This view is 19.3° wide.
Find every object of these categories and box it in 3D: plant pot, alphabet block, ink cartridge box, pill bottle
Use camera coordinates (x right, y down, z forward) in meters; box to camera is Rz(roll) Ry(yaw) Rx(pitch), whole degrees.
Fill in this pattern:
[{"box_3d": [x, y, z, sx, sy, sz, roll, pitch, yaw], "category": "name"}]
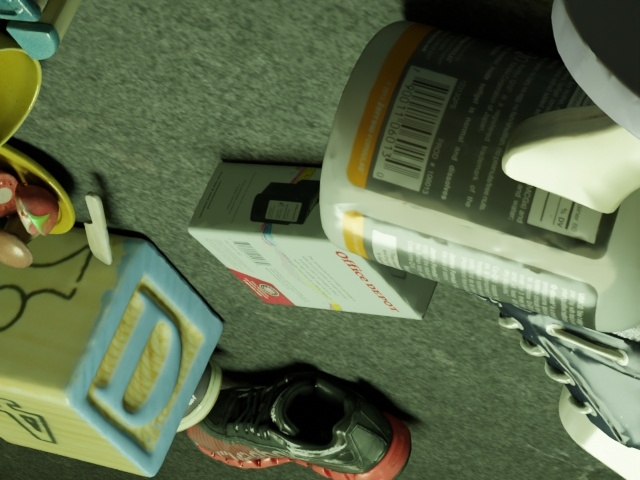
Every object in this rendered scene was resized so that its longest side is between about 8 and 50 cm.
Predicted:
[{"box_3d": [-0.307, -0.132, 1.520, 0.095, 0.134, 0.134, 45, 165, 20], "category": "plant pot"}, {"box_3d": [-0.250, 0.105, 1.904, 0.197, 0.192, 0.193, 10, 153, 31], "category": "alphabet block"}, {"box_3d": [0.000, 0.000, 1.566, 0.175, 0.072, 0.127, 5, 152, 38], "category": "ink cartridge box"}, {"box_3d": [0.152, -0.033, 1.216, 0.278, 0.162, 0.162, 17, 158, 15], "category": "pill bottle"}]

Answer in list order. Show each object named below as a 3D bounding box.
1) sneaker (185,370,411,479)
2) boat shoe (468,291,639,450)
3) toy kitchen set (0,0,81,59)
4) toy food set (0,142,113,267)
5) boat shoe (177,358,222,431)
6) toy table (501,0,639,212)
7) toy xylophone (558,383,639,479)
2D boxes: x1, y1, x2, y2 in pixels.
[{"box_3d": [-0.043, 0.191, 2.020, 0.276, 0.097, 0.135, 6, 153, 33], "category": "sneaker"}, {"box_3d": [0.178, 0.060, 1.368, 0.341, 0.127, 0.158, 15, 120, 27], "category": "boat shoe"}, {"box_3d": [-0.287, -0.194, 1.333, 0.166, 0.122, 0.207, 10, 155, 30], "category": "toy kitchen set"}, {"box_3d": [-0.305, -0.033, 1.761, 0.218, 0.071, 0.128, 28, 152, 9], "category": "toy food set"}, {"box_3d": [-0.227, 0.147, 2.100, 0.285, 0.103, 0.092, 8, 159, 47], "category": "boat shoe"}, {"box_3d": [0.242, -0.046, 1.027, 0.274, 0.252, 0.161, 31, 144, 11], "category": "toy table"}, {"box_3d": [0.339, 0.143, 1.431, 0.323, 0.081, 0.236, 42, 124, 8], "category": "toy xylophone"}]
